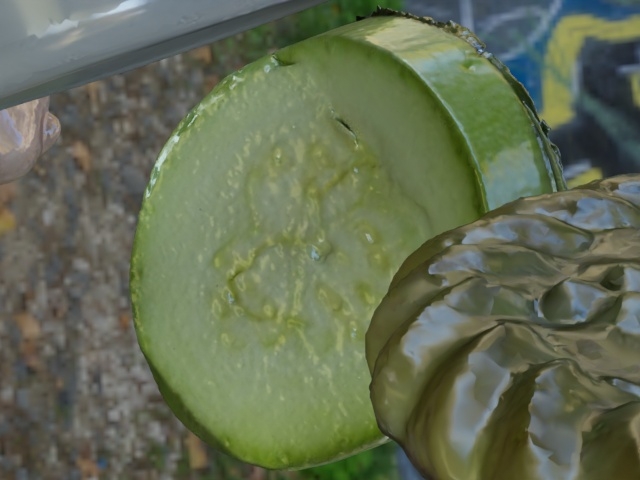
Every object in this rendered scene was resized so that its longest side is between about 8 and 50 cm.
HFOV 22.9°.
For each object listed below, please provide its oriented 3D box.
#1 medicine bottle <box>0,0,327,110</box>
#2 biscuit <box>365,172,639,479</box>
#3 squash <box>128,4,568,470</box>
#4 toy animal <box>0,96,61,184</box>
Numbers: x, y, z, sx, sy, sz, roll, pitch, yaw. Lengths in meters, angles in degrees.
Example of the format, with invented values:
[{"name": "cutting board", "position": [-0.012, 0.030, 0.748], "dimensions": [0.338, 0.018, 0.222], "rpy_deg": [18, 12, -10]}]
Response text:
[{"name": "medicine bottle", "position": [-0.107, -0.222, 0.510], "dimensions": [0.208, 0.208, 0.340], "rpy_deg": [-49, 121, -76]}, {"name": "biscuit", "position": [0.114, 0.019, 0.440], "dimensions": [0.273, 0.187, 0.036], "rpy_deg": [-23, 119, -45]}, {"name": "squash", "position": [0.013, -0.007, 0.776], "dimensions": [0.133, 0.220, 0.220], "rpy_deg": [-10, 95, -44]}, {"name": "toy animal", "position": [-0.347, -0.117, 1.347], "dimensions": [0.229, 0.221, 0.210], "rpy_deg": [-1, 82, -41]}]
